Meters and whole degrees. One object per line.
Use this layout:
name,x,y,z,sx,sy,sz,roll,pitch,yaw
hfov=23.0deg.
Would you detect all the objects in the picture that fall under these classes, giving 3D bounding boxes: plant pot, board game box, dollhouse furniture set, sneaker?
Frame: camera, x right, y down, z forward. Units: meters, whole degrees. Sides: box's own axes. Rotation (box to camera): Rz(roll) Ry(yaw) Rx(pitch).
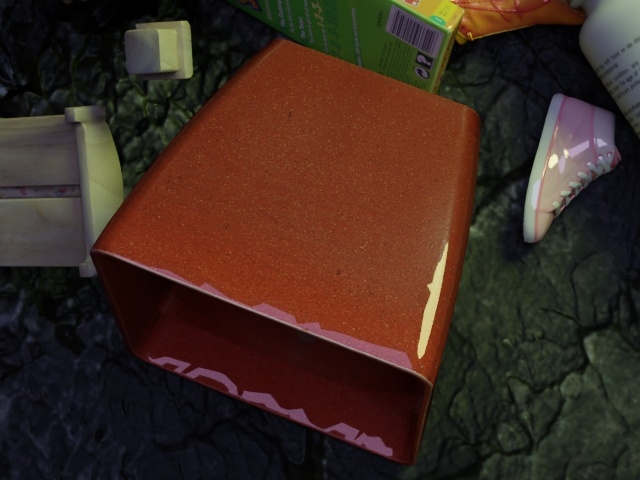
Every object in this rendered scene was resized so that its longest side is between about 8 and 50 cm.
plant pot,0.000,0.000,1.270,0.267,0.267,0.236,21,70,8
board game box,-0.005,-0.215,1.358,0.259,0.124,0.039,29,61,8
dollhouse furniture set,-0.186,-0.079,1.348,0.303,0.174,0.356,1,98,31
sneaker,0.218,-0.057,1.349,0.070,0.051,0.134,14,78,12
sneaker,0.151,-0.203,1.384,0.175,0.064,0.067,8,104,10

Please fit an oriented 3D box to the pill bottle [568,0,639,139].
pill bottle,0.313,-0.149,1.285,0.160,0.160,0.283,-33,87,-1
